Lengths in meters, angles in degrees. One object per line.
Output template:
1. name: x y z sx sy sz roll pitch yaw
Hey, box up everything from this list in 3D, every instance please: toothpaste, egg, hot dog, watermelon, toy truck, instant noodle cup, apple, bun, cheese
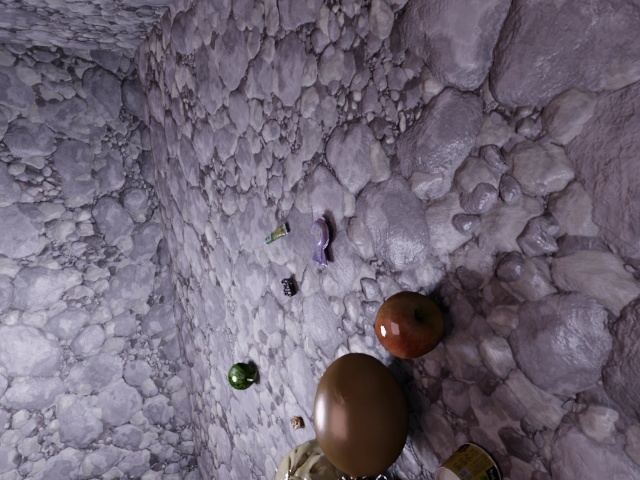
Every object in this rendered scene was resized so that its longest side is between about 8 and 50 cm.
1. toothpaste: -0.197 -0.021 1.983 0.204 0.032 0.049 -29 75 51
2. egg: 0.128 0.546 1.447 0.301 0.301 0.373 -1 87 55
3. hot dog: -0.114 0.837 2.096 0.083 0.035 0.058 -36 73 53
4. watermelon: -0.404 0.713 2.383 0.187 0.141 0.140 -6 94 51
5. toy truck: -0.138 0.201 1.949 0.039 0.044 0.083 -21 81 33
6. instant noodle cup: 0.397 0.650 1.250 0.151 0.122 0.151 22 117 53
7. apple: 0.248 0.241 1.295 0.188 0.188 0.174 67 154 16
8. bun: -0.039 0.930 1.718 0.326 0.235 0.361 27 83 45
9. cheese: 0.000 0.000 1.700 0.105 0.042 0.190 24 120 52

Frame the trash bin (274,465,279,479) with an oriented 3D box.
1. trash bin: -0.080 1.104 2.020 0.241 0.164 0.122 36 126 48

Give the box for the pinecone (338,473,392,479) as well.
1. pinecone: 0.167 0.904 1.529 0.244 0.309 0.244 -45 25 28
